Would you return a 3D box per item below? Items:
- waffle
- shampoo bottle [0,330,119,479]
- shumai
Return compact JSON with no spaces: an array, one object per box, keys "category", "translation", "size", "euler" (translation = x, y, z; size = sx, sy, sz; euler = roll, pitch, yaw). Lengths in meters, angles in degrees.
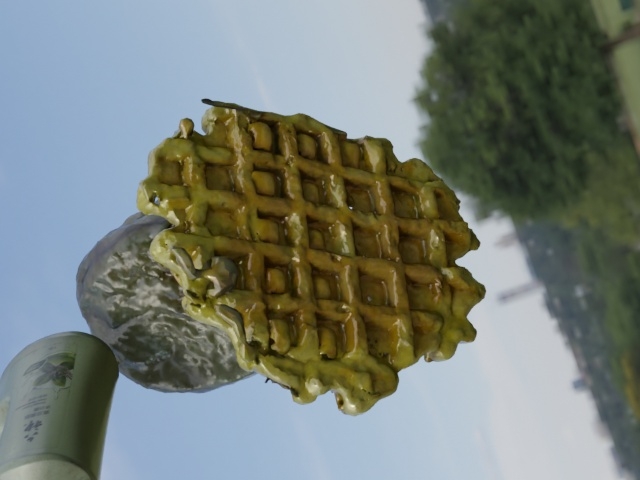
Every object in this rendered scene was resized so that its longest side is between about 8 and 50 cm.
[{"category":"waffle","translation":[-0.002,0.002,1.217],"size":[0.280,0.060,0.262],"euler":[47,-130,2]},{"category":"shampoo bottle","translation":[-0.231,0.180,1.307],"size":[0.087,0.118,0.234],"euler":[50,-162,-25]},{"category":"shumai","translation":[-0.099,0.028,1.518],"size":[0.218,0.256,0.189],"euler":[-87,-27,-79]}]
